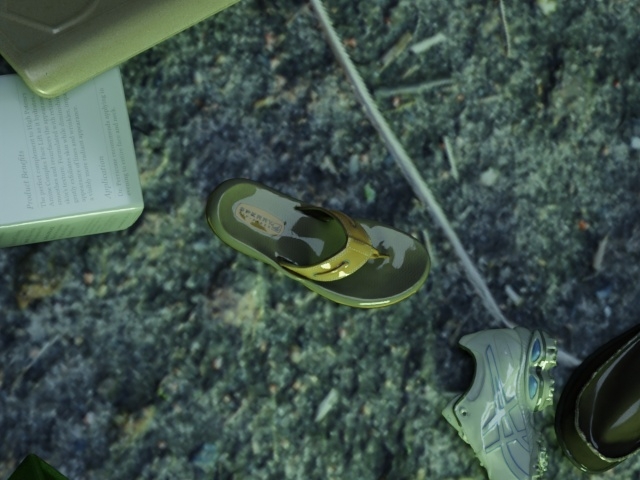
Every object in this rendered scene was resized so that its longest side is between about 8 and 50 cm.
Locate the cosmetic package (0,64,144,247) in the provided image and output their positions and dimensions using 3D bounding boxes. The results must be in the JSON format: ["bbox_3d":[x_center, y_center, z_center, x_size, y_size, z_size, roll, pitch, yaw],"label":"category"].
[{"bbox_3d":[-0.253,-0.053,1.433,0.231,0.085,0.117,-8,80,-15],"label":"cosmetic package"}]

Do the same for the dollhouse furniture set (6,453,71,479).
[{"bbox_3d":[-0.139,0.326,1.375,0.301,0.151,0.197,38,87,-12],"label":"dollhouse furniture set"}]

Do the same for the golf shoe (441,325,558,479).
[{"bbox_3d":[0.135,0.153,1.516,0.086,0.069,0.176,4,74,6],"label":"golf shoe"}]

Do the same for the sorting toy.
[{"bbox_3d":[-0.225,-0.202,1.457,0.307,0.041,0.229,-31,66,-24],"label":"sorting toy"}]

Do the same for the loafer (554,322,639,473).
[{"bbox_3d":[0.270,0.094,1.545,0.220,0.078,0.080,-43,92,-19],"label":"loafer"}]

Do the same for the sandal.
[{"bbox_3d":[0.000,0.000,1.507,0.180,0.049,0.072,22,74,-10],"label":"sandal"}]
